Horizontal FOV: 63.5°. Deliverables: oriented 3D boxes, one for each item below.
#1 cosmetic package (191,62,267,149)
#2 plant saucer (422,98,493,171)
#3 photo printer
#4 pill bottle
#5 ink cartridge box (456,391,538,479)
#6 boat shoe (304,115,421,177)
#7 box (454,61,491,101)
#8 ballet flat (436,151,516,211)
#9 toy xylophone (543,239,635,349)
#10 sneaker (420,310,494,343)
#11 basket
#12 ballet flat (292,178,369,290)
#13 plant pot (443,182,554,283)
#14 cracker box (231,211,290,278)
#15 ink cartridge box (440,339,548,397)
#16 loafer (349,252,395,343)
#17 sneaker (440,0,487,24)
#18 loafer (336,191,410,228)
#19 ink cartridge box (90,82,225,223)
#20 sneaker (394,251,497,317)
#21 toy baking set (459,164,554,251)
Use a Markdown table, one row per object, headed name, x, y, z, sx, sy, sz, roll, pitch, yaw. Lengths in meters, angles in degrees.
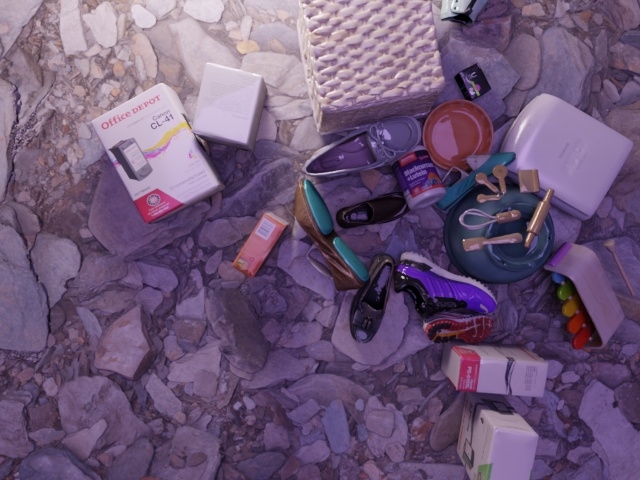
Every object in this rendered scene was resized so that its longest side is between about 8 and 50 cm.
| name | x | y | z | sx | sy | sz | roll | pitch | yaw |
| --- | --- | --- | --- | --- | --- | --- | --- | --- | --- |
| cosmetic package | -0.238 | -0.348 | 1.377 | 0.151 | 0.151 | 0.184 | 13 | 92 | -2 |
| plant saucer | 0.382 | -0.292 | 1.450 | 0.200 | 0.037 | 0.200 | 0 | 94 | 0 |
| photo printer | 0.658 | -0.236 | 1.424 | 0.307 | 0.107 | 0.256 | 30 | 93 | -3 |
| pill bottle | 0.255 | -0.191 | 1.405 | 0.108 | 0.108 | 0.193 | -22 | 76 | 0 |
| ink cartridge box | 0.464 | 0.547 | 1.390 | 0.114 | 0.273 | 0.198 | 8 | 93 | 1 |
| boat shoe | 0.107 | -0.235 | 1.356 | 0.320 | 0.103 | 0.118 | -13 | 103 | 27 |
| box | 0.422 | -0.437 | 1.434 | 0.062 | 0.052 | 0.083 | -28 | 93 | 1 |
| ballet flat | 0.403 | -0.179 | 1.400 | 0.247 | 0.083 | 0.087 | -39 | 94 | 28 |
| toy xylophone | 0.752 | 0.142 | 1.427 | 0.236 | 0.081 | 0.323 | -32 | 105 | -25 |
| sneaker | 0.388 | 0.231 | 1.461 | 0.225 | 0.093 | 0.088 | 5 | 113 | -18 |
| basket | 0.124 | -0.472 | 1.322 | 0.331 | 0.266 | 0.328 | -11 | 93 | -2 |
| ballet flat | 0.000 | 0.000 | 1.437 | 0.124 | 0.116 | 0.342 | -30 | 99 | 26 |
| plant pot | 0.500 | -0.013 | 1.392 | 0.293 | 0.196 | 0.293 | 0 | 94 | -1 |
| cracker box | -0.151 | 0.006 | 1.361 | 0.067 | 0.232 | 0.156 | 32 | 92 | -2 |
| ink cartridge box | 0.473 | 0.349 | 1.426 | 0.237 | 0.172 | 0.100 | 6 | 95 | -2 |
| loafer | 0.145 | 0.166 | 1.451 | 0.096 | 0.084 | 0.267 | 16 | 93 | -2 |
| sneaker | 0.333 | -0.686 | 1.391 | 0.256 | 0.094 | 0.151 | 26 | 87 | -5 |
| loafer | 0.153 | -0.078 | 1.438 | 0.220 | 0.078 | 0.080 | -18 | 94 | 0 |
| ink cartridge box | -0.431 | -0.227 | 1.393 | 0.226 | 0.131 | 0.306 | -28 | 95 | 1 |
| sneaker | 0.331 | 0.158 | 1.424 | 0.293 | 0.102 | 0.146 | 25 | 65 | 4 |
| toy baking set | 0.456 | -0.070 | 1.279 | 0.196 | 0.030 | 0.256 | 21 | 83 | 9 |
